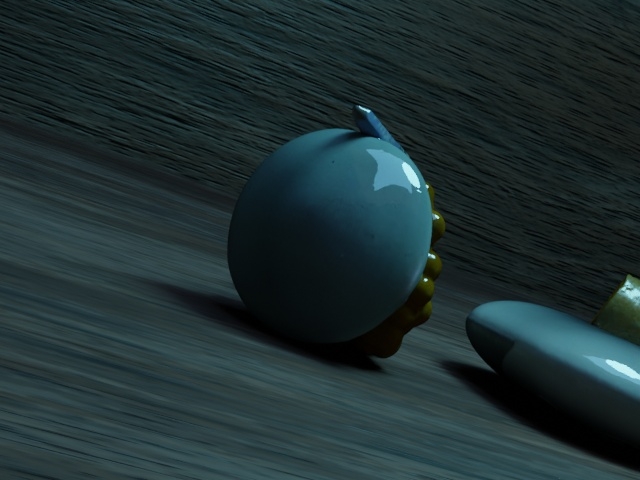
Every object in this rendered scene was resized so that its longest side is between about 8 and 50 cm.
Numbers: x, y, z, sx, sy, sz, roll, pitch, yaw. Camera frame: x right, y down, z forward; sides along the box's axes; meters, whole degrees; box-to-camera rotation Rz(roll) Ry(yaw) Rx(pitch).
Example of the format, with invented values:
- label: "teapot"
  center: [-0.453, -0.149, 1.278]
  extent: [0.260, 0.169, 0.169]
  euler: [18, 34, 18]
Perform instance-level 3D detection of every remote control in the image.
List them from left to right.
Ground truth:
- label: "remote control"
  center: [0.281, 0.141, 1.351]
  extent: [0.221, 0.103, 0.332]
  euler: [27, 2, -20]

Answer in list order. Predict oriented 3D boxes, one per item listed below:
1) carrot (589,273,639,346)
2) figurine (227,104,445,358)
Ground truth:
- label: "carrot"
  center: [0.456, 0.154, 1.465]
  extent: [0.302, 0.139, 0.139]
  euler: [39, 9, 15]
- label: "figurine"
  center: [0.001, 0.032, 1.330]
  extent: [0.205, 0.224, 0.382]
  euler: [-2, -17, -8]
